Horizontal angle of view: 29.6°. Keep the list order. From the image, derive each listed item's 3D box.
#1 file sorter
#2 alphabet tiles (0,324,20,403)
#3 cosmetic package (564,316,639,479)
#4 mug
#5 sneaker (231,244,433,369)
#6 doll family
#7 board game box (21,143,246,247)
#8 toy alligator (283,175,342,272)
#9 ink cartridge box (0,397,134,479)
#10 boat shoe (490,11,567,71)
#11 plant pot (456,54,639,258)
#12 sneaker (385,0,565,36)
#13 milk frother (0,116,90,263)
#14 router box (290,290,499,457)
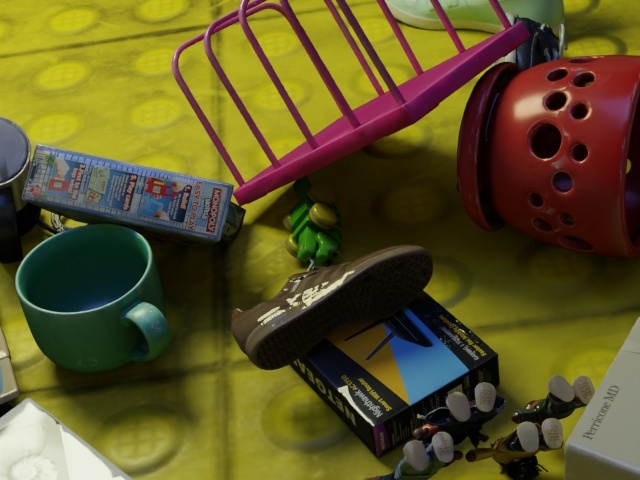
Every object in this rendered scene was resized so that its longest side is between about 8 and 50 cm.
[{"bbox_3d":[0.015,-0.193,1.225,0.202,0.182,0.291,-37,9,-38],"label":"file sorter"},{"bbox_3d":[-0.432,0.135,1.122,0.285,0.011,0.342,-23,34,-11],"label":"alphabet tiles"},{"bbox_3d":[0.348,0.181,0.871,0.309,0.113,0.160,16,45,27],"label":"cosmetic package"},{"bbox_3d":[-0.208,0.069,1.129,0.129,0.097,0.157,-13,39,-6],"label":"mug"},{"bbox_3d":[0.007,0.043,1.070,0.188,0.066,0.071,-25,40,-17],"label":"sneaker"},{"bbox_3d":[0.125,0.158,0.952,0.193,0.111,0.076,-2,71,-10],"label":"doll family"},{"bbox_3d":[-0.159,-0.032,1.210,0.194,0.194,0.060,11,83,22],"label":"board game box"},{"bbox_3d":[0.000,0.000,1.216,0.051,0.056,0.189,26,32,-23],"label":"toy alligator"},{"bbox_3d":[-0.293,0.226,0.991,0.224,0.045,0.223,25,50,36],"label":"ink cartridge box"},{"bbox_3d":[0.234,-0.201,1.356,0.079,0.095,0.254,14,15,4],"label":"boat shoe"},{"bbox_3d":[0.232,-0.087,1.165,0.174,0.191,0.191,9,42,25],"label":"plant pot"},{"bbox_3d":[0.185,-0.345,1.526,0.256,0.151,0.094,14,45,28],"label":"sneaker"},{"bbox_3d":[-0.304,-0.059,1.276,0.143,0.135,0.129,-28,73,-19],"label":"milk frother"},{"bbox_3d":[0.053,0.098,1.083,0.133,0.046,0.179,-28,42,-21],"label":"router box"}]
